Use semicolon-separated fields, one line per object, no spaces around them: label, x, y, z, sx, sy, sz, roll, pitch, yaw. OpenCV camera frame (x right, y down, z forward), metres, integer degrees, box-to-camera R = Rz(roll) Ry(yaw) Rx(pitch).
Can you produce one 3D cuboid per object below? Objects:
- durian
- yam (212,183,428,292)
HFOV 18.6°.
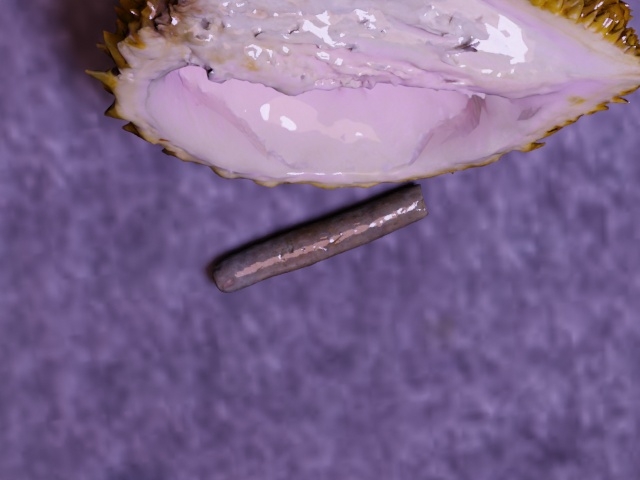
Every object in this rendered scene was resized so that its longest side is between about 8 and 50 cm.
durian;0.016;-0.111;0.896;0.249;0.183;0.138;-5;75;-2
yam;0.000;0.000;0.990;0.116;0.021;0.021;-22;112;0
